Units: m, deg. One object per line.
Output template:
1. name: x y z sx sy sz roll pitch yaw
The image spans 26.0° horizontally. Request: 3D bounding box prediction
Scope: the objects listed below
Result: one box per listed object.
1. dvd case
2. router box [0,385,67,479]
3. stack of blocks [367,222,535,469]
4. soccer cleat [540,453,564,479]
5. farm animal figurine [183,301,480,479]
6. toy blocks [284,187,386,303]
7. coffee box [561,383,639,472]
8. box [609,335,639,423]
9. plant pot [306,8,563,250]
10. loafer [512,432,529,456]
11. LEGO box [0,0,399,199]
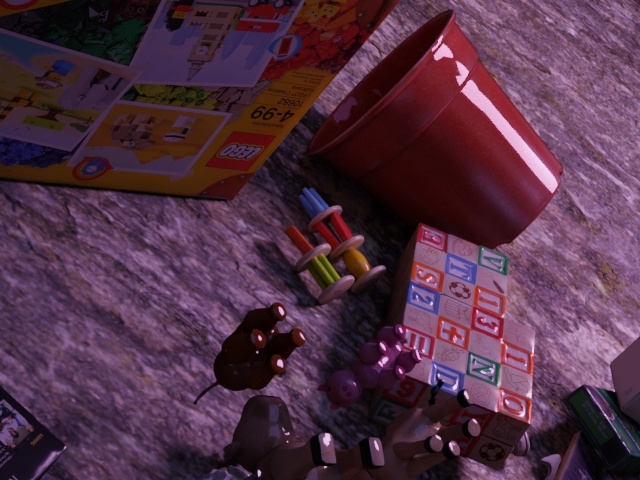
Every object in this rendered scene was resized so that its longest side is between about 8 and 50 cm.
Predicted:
1. dvd case: 0.332 0.350 1.673 0.164 0.018 0.221 55 30 -5
2. router box: -0.389 0.186 1.118 0.243 0.081 0.309 43 34 1
3. stack of blocks: 0.169 0.122 1.703 0.171 0.087 0.297 22 37 -6
4. soccer cleat: 0.295 0.306 1.717 0.036 0.029 0.083 -5 64 -8
5. farm animal figurine: -0.006 0.231 1.391 0.330 0.172 0.326 30 48 -30
6. toy blocks: 0.000 0.000 1.730 0.123 0.054 0.148 -14 63 -51
7. coffee box: 0.387 0.247 1.810 0.184 0.040 0.113 21 34 -59
8. box: 0.524 0.237 1.856 0.275 0.094 0.113 34 26 -17
9. plant pot: 0.169 -0.122 1.873 0.265 0.272 0.272 45 33 -11
10. loafer: 0.217 0.219 1.724 0.039 0.045 0.125 -4 46 -26
11. LEGO box: -0.226 -0.244 1.492 0.500 0.372 0.193 4 50 -42
